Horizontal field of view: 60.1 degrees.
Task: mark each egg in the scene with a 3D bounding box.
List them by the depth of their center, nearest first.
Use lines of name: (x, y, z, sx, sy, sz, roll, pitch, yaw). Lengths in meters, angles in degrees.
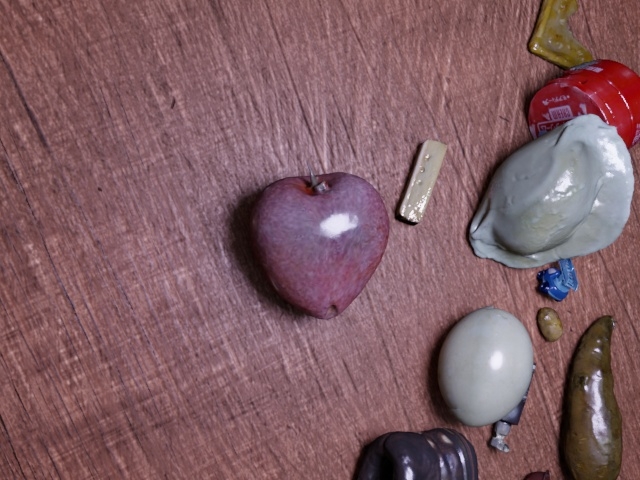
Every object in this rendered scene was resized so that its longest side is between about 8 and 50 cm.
egg: (0.340, 0.261, 1.150, 0.186, 0.186, 0.253, 19, 81, -16)

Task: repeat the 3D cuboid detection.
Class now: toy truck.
toy truck: (0.552, 0.075, 1.292, 0.063, 0.074, 0.136, 29, 40, -16)

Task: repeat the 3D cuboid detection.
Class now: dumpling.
dumpling: (0.469, -0.076, 1.167, 0.211, 0.320, 0.270, -17, 76, -31)

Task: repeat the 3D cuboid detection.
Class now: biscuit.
biscuit: (0.217, -0.126, 1.196, 0.056, 0.052, 0.188, 21, 82, 1)
biscuit: (0.589, -0.502, 1.327, 0.174, 0.039, 0.184, 16, 85, -15)

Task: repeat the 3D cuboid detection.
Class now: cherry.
cherry: (0.000, 0.000, 1.042, 0.261, 0.221, 0.308, -9, 104, -9)

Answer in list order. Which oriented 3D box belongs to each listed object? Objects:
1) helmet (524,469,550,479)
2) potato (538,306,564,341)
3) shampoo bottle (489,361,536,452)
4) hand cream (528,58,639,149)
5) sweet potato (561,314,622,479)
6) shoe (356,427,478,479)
helmet: (0.485, 0.573, 1.252, 0.089, 0.057, 0.111, -11, 98, -59)
potato: (0.535, 0.195, 1.289, 0.051, 0.040, 0.083, -18, 92, -4)
shampoo bottle: (0.427, 0.365, 1.239, 0.057, 0.063, 0.208, 20, 83, -4)
hand cream: (0.596, -0.274, 1.228, 0.149, 0.230, 0.230, -28, 96, -16)
sweet potato: (0.629, 0.377, 1.276, 0.130, 0.130, 0.423, 11, 77, -17)
shoe: (0.185, 0.574, 1.100, 0.237, 0.171, 0.384, 5, 85, -24)
